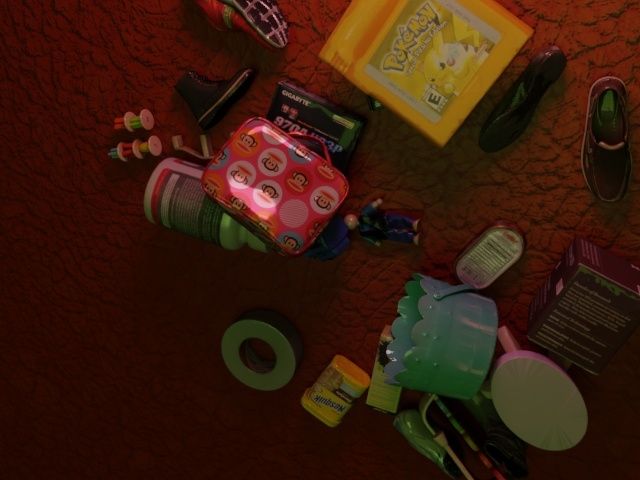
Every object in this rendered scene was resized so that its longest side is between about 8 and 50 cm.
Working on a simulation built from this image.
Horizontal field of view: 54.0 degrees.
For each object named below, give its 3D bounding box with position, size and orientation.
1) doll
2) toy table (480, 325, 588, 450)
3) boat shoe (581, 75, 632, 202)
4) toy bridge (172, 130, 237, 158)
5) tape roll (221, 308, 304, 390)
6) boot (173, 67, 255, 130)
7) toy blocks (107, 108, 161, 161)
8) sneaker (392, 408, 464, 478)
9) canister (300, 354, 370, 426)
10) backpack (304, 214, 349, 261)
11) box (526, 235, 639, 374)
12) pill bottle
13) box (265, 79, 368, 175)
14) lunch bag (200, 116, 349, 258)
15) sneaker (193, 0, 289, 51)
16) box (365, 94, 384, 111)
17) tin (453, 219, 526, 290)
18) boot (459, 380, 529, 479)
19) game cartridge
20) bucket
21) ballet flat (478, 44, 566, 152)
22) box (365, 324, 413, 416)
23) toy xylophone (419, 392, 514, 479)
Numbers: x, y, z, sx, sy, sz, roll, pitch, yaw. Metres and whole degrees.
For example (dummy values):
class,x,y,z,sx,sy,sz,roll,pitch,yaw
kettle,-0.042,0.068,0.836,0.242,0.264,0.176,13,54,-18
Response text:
class,x,y,z,sx,sy,sz,roll,pitch,yaw
doll,0.144,-0.038,1.486,0.189,0.046,0.129,8,123,24
toy table,0.483,0.324,1.423,0.252,0.161,0.274,-21,110,15
boat shoe,0.565,-0.189,1.243,0.095,0.095,0.257,-6,109,22
toy bridge,-0.286,-0.237,1.575,0.188,0.026,0.063,-1,112,21
tape roll,-0.158,0.298,1.718,0.219,0.072,0.219,7,112,18
boot,-0.259,-0.373,1.488,0.198,0.077,0.137,-38,89,27
toy blocks,-0.496,-0.268,1.624,0.148,0.054,0.123,-6,109,22
sneaker,0.288,0.532,1.652,0.237,0.085,0.086,46,145,-6
canister,0.042,0.402,1.686,0.126,0.073,0.170,36,117,3
backpack,0.000,0.000,1.515,0.120,0.098,0.101,-18,105,51
box,0.565,0.135,1.331,0.167,0.168,0.203,29,117,8
pill bottle,-0.253,-0.079,1.541,0.319,0.176,0.176,18,116,13
box,-0.022,-0.245,1.461,0.220,0.051,0.175,28,118,8
lunch bag,-0.090,-0.131,1.398,0.293,0.120,0.258,38,81,2
sneaker,-0.189,-0.507,1.407,0.279,0.107,0.118,40,137,5
box,0.175,-0.371,1.323,0.180,0.077,0.147,-12,107,24
tin,0.385,0.038,1.435,0.106,0.040,0.189,39,118,-3
boot,0.414,0.446,1.516,0.246,0.161,0.083,41,118,1
game cartridge,0.198,-0.385,1.236,0.324,0.052,0.285,36,117,1
bucket,0.267,0.218,1.412,0.183,0.281,0.281,16,116,-1
ballet flat,0.407,-0.289,1.289,0.084,0.058,0.249,13,127,-24
box,0.180,0.337,1.617,0.087,0.058,0.232,14,116,14
toy xylophone,0.350,0.500,1.523,0.081,0.236,0.322,-40,92,1
